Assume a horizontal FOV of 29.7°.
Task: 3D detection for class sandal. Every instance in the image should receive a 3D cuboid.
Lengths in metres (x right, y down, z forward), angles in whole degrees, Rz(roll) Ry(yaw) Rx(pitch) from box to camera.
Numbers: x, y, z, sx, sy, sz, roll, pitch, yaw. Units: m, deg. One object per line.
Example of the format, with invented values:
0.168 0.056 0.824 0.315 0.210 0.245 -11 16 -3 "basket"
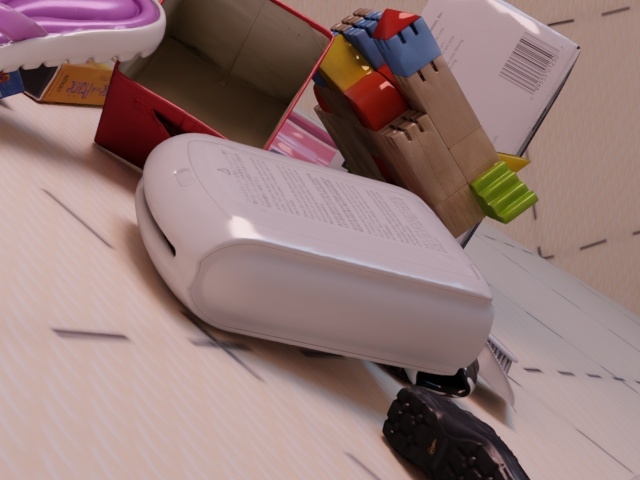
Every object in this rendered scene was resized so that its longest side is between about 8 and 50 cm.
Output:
-0.317 -0.228 1.111 0.169 0.102 0.416 38 33 27 "sandal"

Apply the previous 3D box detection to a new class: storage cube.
-0.127 -0.169 1.375 0.184 0.215 0.193 32 -25 -4 "storage cube"

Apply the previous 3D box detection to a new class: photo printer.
-0.020 0.005 1.126 0.307 0.107 0.256 14 22 -24 "photo printer"

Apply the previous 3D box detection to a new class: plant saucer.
-0.038 -0.174 2.233 0.332 0.084 0.332 32 9 -5 "plant saucer"

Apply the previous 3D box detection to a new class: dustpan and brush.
0.170 0.095 1.404 0.211 0.060 0.147 45 5 4 "dustpan and brush"

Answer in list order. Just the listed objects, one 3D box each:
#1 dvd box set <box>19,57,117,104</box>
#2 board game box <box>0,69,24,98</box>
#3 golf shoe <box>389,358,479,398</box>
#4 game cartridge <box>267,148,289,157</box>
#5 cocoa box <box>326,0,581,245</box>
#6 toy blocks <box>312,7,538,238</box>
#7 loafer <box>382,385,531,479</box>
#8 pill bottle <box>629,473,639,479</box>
-0.407 -0.286 1.639 0.308 0.062 0.420 34 10 5 "dvd box set"
-0.376 -0.269 1.324 0.136 0.035 0.201 81 -13 -50 "board game box"
0.085 0.097 1.260 0.198 0.077 0.094 31 10 -6 "golf shoe"
0.045 -0.036 1.769 0.355 0.068 0.230 31 -2 -25 "game cartridge"
0.200 -0.180 1.823 0.231 0.347 0.228 31 1 8 "cocoa box"
0.080 -0.161 1.461 0.261 0.191 0.381 57 -9 -21 "toy blocks"
0.125 0.182 0.952 0.078 0.076 0.223 20 10 -26 "loafer"
0.349 0.270 1.120 0.119 0.119 0.208 38 11 30 "pill bottle"
